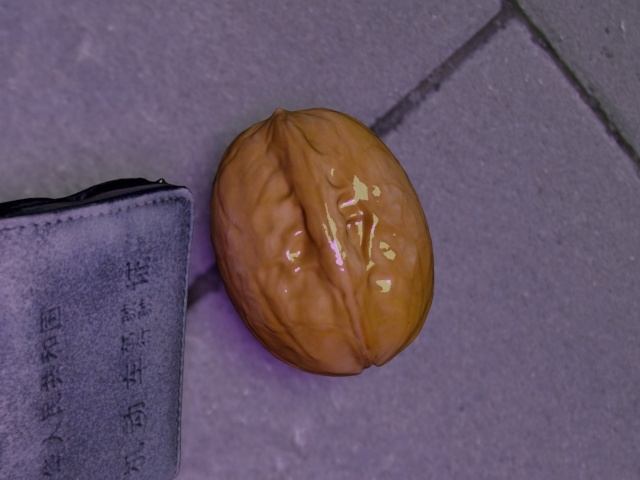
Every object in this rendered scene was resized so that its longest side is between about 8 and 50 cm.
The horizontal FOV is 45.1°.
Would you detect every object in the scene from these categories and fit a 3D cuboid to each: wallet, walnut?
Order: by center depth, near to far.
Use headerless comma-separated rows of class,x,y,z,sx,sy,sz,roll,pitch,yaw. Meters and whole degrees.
wallet,-0.141,0.076,0.456,0.167,0.036,0.222,-18,116,-57
walnut,0.000,0.000,0.575,0.159,0.159,0.206,-18,90,-30
